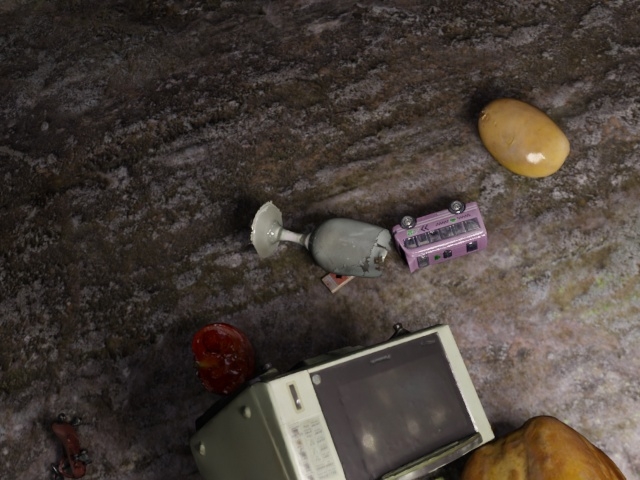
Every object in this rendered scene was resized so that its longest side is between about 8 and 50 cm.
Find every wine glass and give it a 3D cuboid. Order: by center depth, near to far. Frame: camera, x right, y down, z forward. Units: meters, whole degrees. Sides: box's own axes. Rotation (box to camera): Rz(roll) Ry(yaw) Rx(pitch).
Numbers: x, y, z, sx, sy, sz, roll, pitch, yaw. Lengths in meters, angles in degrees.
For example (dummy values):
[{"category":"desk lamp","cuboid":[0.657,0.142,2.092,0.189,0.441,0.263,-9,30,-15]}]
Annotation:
[{"category":"wine glass","cuboid":[0.000,0.000,1.639,0.321,0.143,0.143,11,63,29]}]

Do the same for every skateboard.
[{"category":"skateboard","cuboid":[-0.566,0.467,1.598,0.080,0.067,0.151,-34,57,7]}]

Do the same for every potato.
[{"category":"potato","cuboid":[0.461,-0.239,1.654,0.234,0.146,0.150,47,112,35]}]

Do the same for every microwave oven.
[{"category":"microwave oven","cuboid":[0.033,0.313,1.198,0.394,0.333,0.247,-10,67,-38]}]

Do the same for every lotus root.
[{"category":"lotus root","cuboid":[0.375,0.453,1.174,0.316,0.316,0.250,-11,42,12]}]

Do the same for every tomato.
[{"category":"tomato","cuboid":[-0.206,0.259,1.588,0.139,0.091,0.159,-19,81,18]}]

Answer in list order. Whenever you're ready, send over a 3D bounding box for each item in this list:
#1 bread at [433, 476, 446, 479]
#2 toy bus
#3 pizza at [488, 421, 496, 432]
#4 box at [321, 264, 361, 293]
[{"category":"bread","cuboid":[0.193,0.498,1.280,0.114,0.111,0.129,-22,25,-1]},{"category":"toy bus","cuboid":[0.265,-0.007,1.592,0.199,0.096,0.108,-17,59,4]},{"category":"pizza","cuboid":[0.247,0.340,1.409,0.184,0.036,0.176,-7,56,14]},{"category":"box","cuboid":[0.048,0.082,1.658,0.083,0.012,0.046,-36,54,-7]}]
